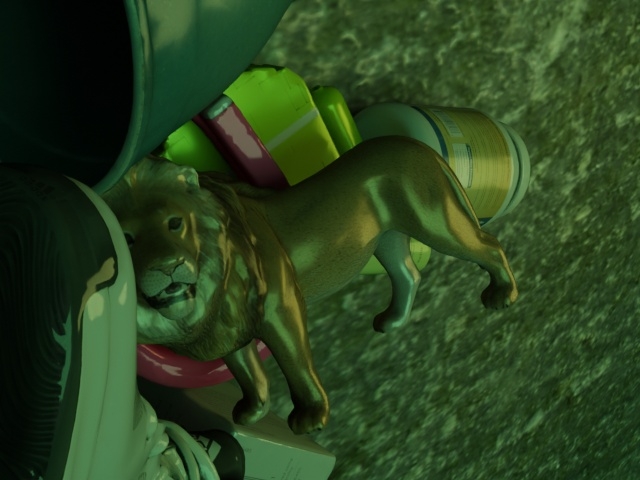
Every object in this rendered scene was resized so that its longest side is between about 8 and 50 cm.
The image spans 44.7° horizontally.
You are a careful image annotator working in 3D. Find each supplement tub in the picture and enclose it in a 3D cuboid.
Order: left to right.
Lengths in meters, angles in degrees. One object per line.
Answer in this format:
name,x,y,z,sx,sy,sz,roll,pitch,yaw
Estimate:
supplement tub,0.128,-0.078,0.871,0.200,0.144,0.144,-5,112,-43

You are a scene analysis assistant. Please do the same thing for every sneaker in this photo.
sneaker,-0.146,0.127,0.493,0.258,0.169,0.447,-25,145,-51

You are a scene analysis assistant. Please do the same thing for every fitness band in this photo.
fitness band,-0.122,-0.003,0.651,0.209,0.054,0.290,-42,123,-14

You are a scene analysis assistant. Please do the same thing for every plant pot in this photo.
plant pot,-0.130,-0.199,0.494,0.255,0.272,0.271,-43,136,-43

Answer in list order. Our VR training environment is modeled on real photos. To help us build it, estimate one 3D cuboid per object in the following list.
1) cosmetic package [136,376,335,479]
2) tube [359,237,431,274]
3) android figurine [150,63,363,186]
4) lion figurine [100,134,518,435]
cosmetic package,-0.119,0.218,0.738,0.151,0.184,0.151,31,86,-47
tube,0.024,0.008,0.877,0.240,0.062,0.070,3,66,-40
android figurine,-0.062,-0.052,0.739,0.248,0.056,0.272,-40,122,-16
lion figurine,0.000,0.000,0.632,0.392,0.142,0.240,-29,107,-37
